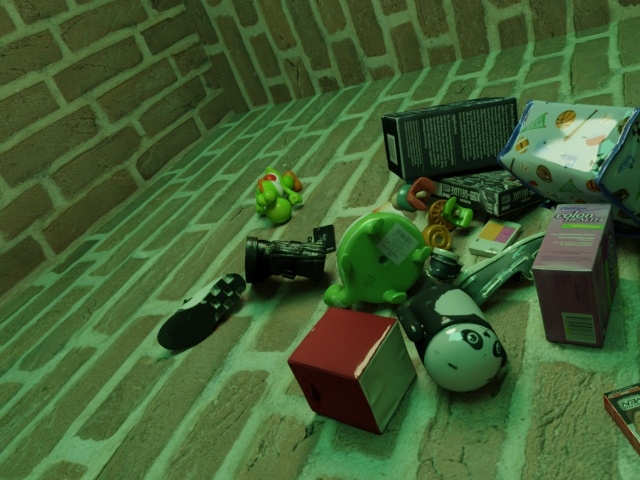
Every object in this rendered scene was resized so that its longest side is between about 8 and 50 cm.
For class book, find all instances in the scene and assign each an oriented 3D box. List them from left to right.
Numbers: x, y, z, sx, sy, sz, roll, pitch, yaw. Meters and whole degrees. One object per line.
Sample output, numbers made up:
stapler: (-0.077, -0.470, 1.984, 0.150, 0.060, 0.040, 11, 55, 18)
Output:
book: (0.514, -0.006, 1.532, 0.096, 0.035, 0.144, 15, 46, 44)

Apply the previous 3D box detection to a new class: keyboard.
keyboard: (0.000, 0.000, 1.905, 0.108, 0.023, 0.180, -13, 29, 6)

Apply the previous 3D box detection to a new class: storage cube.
storage cube: (0.076, 0.291, 1.192, 0.193, 0.183, 0.215, 4, 38, 38)

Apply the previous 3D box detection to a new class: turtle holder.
turtle holder: (0.157, 0.068, 1.503, 0.244, 0.320, 0.227, 10, 11, -8)

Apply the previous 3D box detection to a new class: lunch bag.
lunch bag: (0.710, -0.164, 1.346, 0.238, 0.386, 0.328, -60, 33, 4)

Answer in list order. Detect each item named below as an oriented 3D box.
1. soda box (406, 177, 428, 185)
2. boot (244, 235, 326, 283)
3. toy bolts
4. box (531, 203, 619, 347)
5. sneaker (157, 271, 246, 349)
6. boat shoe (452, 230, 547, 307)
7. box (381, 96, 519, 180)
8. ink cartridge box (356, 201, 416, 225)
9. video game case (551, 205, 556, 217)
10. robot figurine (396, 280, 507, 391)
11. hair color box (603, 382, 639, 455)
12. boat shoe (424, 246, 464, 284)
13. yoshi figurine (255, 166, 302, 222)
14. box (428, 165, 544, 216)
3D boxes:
soda box: (0.414, -0.245, 1.962, 0.210, 0.071, 0.067, 13, 45, 47)
boot: (-0.118, 0.076, 1.729, 0.260, 0.131, 0.348, 3, -10, -7)
toy bolts: (0.317, -0.070, 1.630, 0.218, 0.228, 0.158, -58, 17, -18)
box: (0.576, 0.072, 1.165, 0.117, 0.213, 0.243, 1, 36, 38)
sneaker: (-0.393, 0.233, 1.724, 0.330, 0.122, 0.146, -39, 13, -21)
boat shoe: (0.501, 0.077, 1.362, 0.320, 0.116, 0.099, -25, 64, -12)
box: (0.437, -0.356, 1.797, 0.396, 0.211, 0.293, -10, 15, -1)
ink cartridge box: (0.225, -0.063, 1.824, 0.145, 0.045, 0.179, -29, 27, -10)
video game case: (0.630, -0.019, 1.372, 0.011, 0.122, 0.087, -17, 28, 29)
robot figurine: (0.294, 0.206, 1.177, 0.209, 0.173, 0.278, -18, 30, 3)
hair color box: (0.571, 0.324, 0.921, 0.072, 0.043, 0.141, -20, 30, 5)
boat shoe: (0.331, 0.074, 1.391, 0.095, 0.254, 0.079, 22, 89, 13)
yoshi figurine: (-0.181, -0.175, 2.232, 0.203, 0.203, 0.362, 23, 20, 0)
box: (0.541, -0.177, 1.691, 0.243, 0.076, 0.307, -18, 24, -26)
